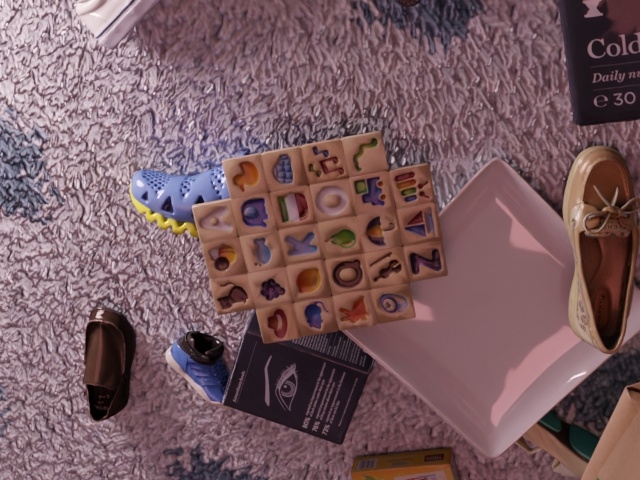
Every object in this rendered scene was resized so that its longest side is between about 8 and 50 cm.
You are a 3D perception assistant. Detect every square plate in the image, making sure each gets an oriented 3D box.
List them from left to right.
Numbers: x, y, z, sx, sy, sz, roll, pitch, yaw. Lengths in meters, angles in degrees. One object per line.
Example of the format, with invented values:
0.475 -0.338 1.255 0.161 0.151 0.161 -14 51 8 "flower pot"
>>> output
0.255 0.103 1.762 0.344 0.049 0.347 42 105 -11 "square plate"

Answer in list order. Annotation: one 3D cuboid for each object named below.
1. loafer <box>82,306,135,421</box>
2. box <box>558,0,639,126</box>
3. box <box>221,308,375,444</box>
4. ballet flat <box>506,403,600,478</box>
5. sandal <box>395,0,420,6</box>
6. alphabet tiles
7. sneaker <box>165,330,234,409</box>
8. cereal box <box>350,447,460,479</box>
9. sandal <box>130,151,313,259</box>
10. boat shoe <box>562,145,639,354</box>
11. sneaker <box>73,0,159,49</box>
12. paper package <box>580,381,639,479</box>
-0.353 0.212 1.982 0.080 0.078 0.220 7 120 9 "loafer"
0.490 -0.416 1.312 0.479 0.297 0.472 -6 115 16 "box"
-0.033 0.205 1.883 0.207 0.108 0.153 20 119 1 "box"
0.368 0.317 1.876 0.248 0.086 0.086 36 121 2 "ballet flat"
0.087 -0.391 1.568 0.067 0.040 0.179 -31 94 20 "sandal"
0.000 0.000 1.705 0.342 0.011 0.285 -10 109 6 "alphabet tiles"
-0.173 0.208 1.950 0.152 0.058 0.084 42 128 -4 "sneaker"
0.164 0.464 2.023 0.173 0.047 0.240 -8 118 16 "cereal box"
-0.120 -0.070 1.754 0.317 0.126 0.138 9 115 -1 "sandal"
0.398 0.013 1.657 0.104 0.089 0.285 -6 103 -4 "boat shoe"
-0.245 -0.366 1.621 0.091 0.094 0.258 40 121 -16 "sneaker"
0.531 0.346 1.720 0.309 0.168 0.325 -8 129 -33 "paper package"
